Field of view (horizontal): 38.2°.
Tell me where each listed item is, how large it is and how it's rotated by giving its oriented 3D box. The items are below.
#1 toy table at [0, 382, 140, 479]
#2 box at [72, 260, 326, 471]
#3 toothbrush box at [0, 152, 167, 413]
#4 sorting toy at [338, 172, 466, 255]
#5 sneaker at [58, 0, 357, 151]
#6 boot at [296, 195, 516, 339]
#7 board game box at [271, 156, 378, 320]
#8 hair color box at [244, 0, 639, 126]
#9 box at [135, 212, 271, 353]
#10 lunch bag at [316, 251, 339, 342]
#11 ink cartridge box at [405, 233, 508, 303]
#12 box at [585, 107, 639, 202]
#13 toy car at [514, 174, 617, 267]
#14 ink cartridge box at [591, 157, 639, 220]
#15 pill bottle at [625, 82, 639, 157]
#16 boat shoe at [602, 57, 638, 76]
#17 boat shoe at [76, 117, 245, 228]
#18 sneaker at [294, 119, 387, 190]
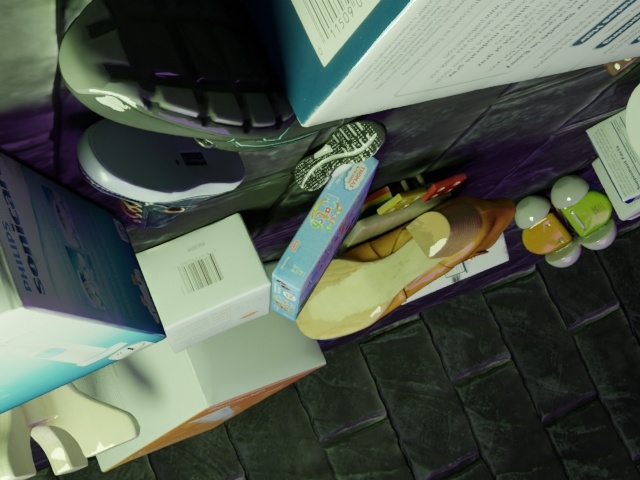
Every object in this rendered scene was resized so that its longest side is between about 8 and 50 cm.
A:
[{"bbox_3d":[-0.367,0.219,1.162,0.274,0.161,0.252,-26,168,12],"label":"toy table"},{"bbox_3d":[-0.193,0.188,1.356,0.215,0.168,0.345,-14,164,-41],"label":"box"},{"bbox_3d":[-0.271,0.053,0.690,0.216,0.126,0.295,-25,169,4],"label":"toothbrush box"},{"bbox_3d":[0.090,-0.040,1.219,0.132,0.046,0.274,-21,169,-17],"label":"sorting toy"},{"bbox_3d":[-0.055,-0.089,0.569,0.106,0.101,0.267,-30,167,36],"label":"sneaker"},{"bbox_3d":[0.121,0.038,1.255,0.295,0.104,0.211,-36,164,31],"label":"boot"},{"bbox_3d":[0.000,0.000,1.029,0.160,0.039,0.211,-58,175,-13],"label":"board game box"},{"bbox_3d":[0.143,-0.180,0.549,0.347,0.105,0.174,-16,166,-34],"label":"hair color box"},{"bbox_3d":[-0.133,0.053,1.064,0.130,0.091,0.170,-23,168,-10],"label":"box"},{"bbox_3d":[0.013,0.081,1.396,0.096,0.129,0.151,-30,169,31],"label":"lunch bag"},{"bbox_3d":[0.168,0.015,1.412,0.190,0.082,0.139,-23,-161,-16],"label":"ink cartridge box"},{"bbox_3d":[0.495,-0.141,1.400,0.137,0.126,0.072,-28,170,19],"label":"box"},{"bbox_3d":[0.473,-0.051,1.782,0.182,0.159,0.136,-31,-159,28],"label":"toy car"},{"bbox_3d":[0.645,-0.170,1.572,0.223,0.129,0.307,-21,168,-18],"label":"ink cartridge box"},{"bbox_3d":[0.546,-0.180,1.188,0.322,0.182,0.181,-18,167,-32],"label":"pill bottle"},{"bbox_3d":[0.351,-0.223,0.872,0.206,0.073,0.073,-27,167,5],"label":"boat shoe"},{"bbox_3d":[-0.134,-0.042,0.697,0.083,0.065,0.183,-31,168,24],"label":"boat shoe"},{"bbox_3d":[0.022,-0.089,0.904,0.109,0.040,0.043,-28,-175,33],"label":"sneaker"}]
